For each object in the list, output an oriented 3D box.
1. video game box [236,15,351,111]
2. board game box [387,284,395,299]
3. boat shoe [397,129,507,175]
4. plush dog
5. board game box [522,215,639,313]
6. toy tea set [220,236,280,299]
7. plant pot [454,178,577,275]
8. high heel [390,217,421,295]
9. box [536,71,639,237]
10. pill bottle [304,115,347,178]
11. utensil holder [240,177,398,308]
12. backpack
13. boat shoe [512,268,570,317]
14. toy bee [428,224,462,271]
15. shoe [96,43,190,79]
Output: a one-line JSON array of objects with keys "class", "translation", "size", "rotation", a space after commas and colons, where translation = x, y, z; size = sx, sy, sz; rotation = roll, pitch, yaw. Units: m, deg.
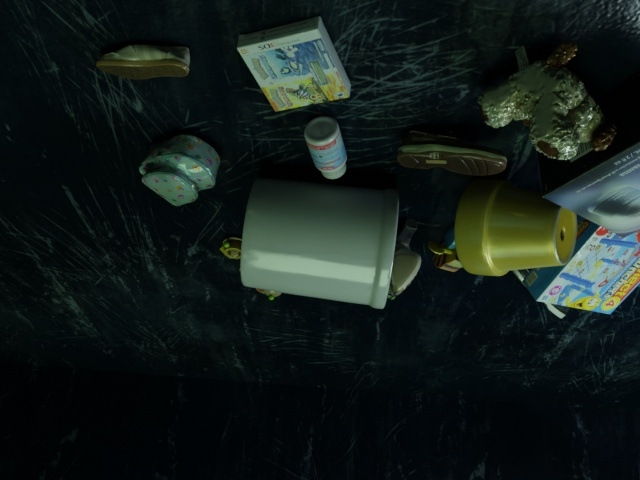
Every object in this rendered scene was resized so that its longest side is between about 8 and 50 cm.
[{"class": "video game box", "translation": [-0.054, -0.378, 1.410], "size": [0.187, 0.048, 0.205], "rotation": [-5, 147, 22]}, {"class": "board game box", "translation": [0.124, 0.094, 2.074], "size": [0.260, 0.136, 0.030], "rotation": [16, 144, -18]}, {"class": "boat shoe", "translation": [0.316, -0.223, 1.550], "size": [0.258, 0.095, 0.095], "rotation": [8, 158, 10]}, {"class": "plush dog", "translation": [0.501, -0.280, 1.363], "size": [0.225, 0.262, 0.210], "rotation": [20, 106, -43]}, {"class": "board game box", "translation": [0.774, 0.054, 1.793], "size": [0.302, 0.086, 0.308], "rotation": [11, 126, -26]}, {"class": "toy tea set", "translation": [-0.192, 0.108, 2.159], "size": [0.200, 0.124, 0.336], "rotation": [-8, 146, 21]}, {"class": "plant pot", "translation": [0.502, -0.027, 1.638], "size": [0.239, 0.254, 0.254], "rotation": [6, 155, 39]}, {"class": "high heel", "translation": [0.228, 0.084, 1.918], "size": [0.093, 0.261, 0.186], "rotation": [18, 145, -3]}, {"class": "box", "translation": [0.713, -0.178, 1.480], "size": [0.294, 0.182, 0.296], "rotation": [20, 146, -25]}, {"class": "pill bottle", "translation": [0.017, -0.225, 1.608], "size": [0.087, 0.087, 0.160], "rotation": [-2, 148, 14]}, {"class": "utensil holder", "translation": [0.000, 0.000, 1.767], "size": [0.386, 0.327, 0.327], "rotation": [7, 149, 3]}, {"class": "backpack", "translation": [-0.360, -0.186, 1.690], "size": [0.188, 0.144, 0.166], "rotation": [-20, 135, 31]}, {"class": "boat shoe", "translation": [0.720, 0.131, 2.063], "size": [0.113, 0.127, 0.340], "rotation": [-43, 121, 16]}, {"class": "toy bee", "translation": [0.412, 0.029, 1.894], "size": [0.195, 0.162, 0.298], "rotation": [6, 149, 4]}, {"class": "shoe", "translation": [-0.390, -0.398, 1.433], "size": [0.219, 0.058, 0.076], "rotation": [4, 169, 11]}]
